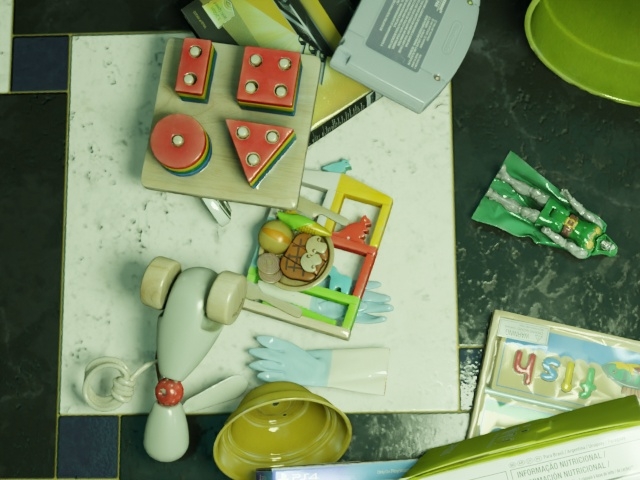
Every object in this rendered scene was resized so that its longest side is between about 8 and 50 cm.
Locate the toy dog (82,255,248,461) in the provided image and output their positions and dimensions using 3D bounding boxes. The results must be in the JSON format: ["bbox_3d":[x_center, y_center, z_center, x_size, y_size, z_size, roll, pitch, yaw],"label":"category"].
[{"bbox_3d":[-0.209,0.169,1.826,0.220,0.161,0.333,37,109,12],"label":"toy dog"}]

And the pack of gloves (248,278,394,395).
[{"bbox_3d":[0.002,0.152,1.872,0.232,0.046,0.195,6,65,6],"label":"pack of gloves"}]

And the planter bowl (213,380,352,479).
[{"bbox_3d":[-0.065,0.285,1.796,0.217,0.217,0.090,-16,45,0],"label":"planter bowl"}]

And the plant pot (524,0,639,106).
[{"bbox_3d":[0.544,-0.456,1.812,0.366,0.366,0.353,16,70,6],"label":"plant pot"}]

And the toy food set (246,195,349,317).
[{"bbox_3d":[-0.044,0.019,1.841,0.132,0.038,0.192,23,76,12],"label":"toy food set"}]

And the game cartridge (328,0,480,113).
[{"bbox_3d":[0.152,-0.353,1.885,0.196,0.060,0.294,26,62,-2],"label":"game cartridge"}]

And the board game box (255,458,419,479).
[{"bbox_3d":[0.033,0.482,1.725,0.232,0.141,0.291,-2,80,-13],"label":"board game box"}]

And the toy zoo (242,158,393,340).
[{"bbox_3d":[0.000,0.000,1.881,0.192,0.030,0.293,17,75,10],"label":"toy zoo"}]

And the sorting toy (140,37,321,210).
[{"bbox_3d":[-0.146,-0.196,1.829,0.257,0.089,0.255,8,81,5],"label":"sorting toy"}]

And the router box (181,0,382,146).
[{"bbox_3d":[-0.049,-0.326,1.933,0.243,0.081,0.309,-35,80,-3],"label":"router box"}]

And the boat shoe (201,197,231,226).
[{"bbox_3d":[-0.188,-0.130,1.907,0.070,0.078,0.219,-25,78,0],"label":"boat shoe"}]

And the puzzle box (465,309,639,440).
[{"bbox_3d":[0.443,0.285,1.810,0.409,0.052,0.272,12,81,5],"label":"puzzle box"}]

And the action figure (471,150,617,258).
[{"bbox_3d":[0.382,-0.039,1.870,0.232,0.063,0.137,30,80,4],"label":"action figure"}]

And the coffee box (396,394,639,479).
[{"bbox_3d":[0.327,0.426,1.586,0.338,0.337,0.334,-17,84,12],"label":"coffee box"}]
